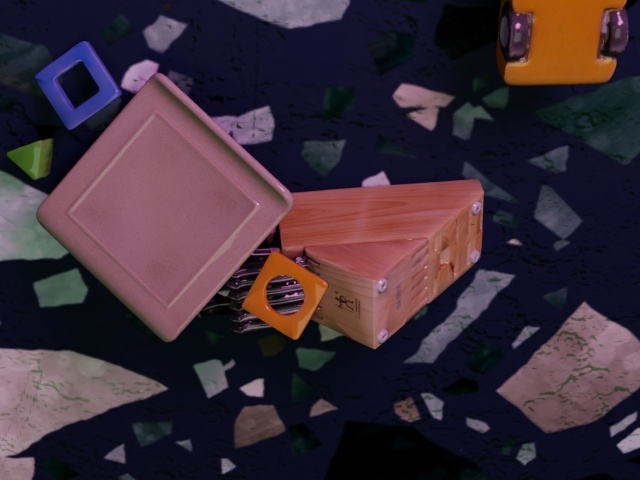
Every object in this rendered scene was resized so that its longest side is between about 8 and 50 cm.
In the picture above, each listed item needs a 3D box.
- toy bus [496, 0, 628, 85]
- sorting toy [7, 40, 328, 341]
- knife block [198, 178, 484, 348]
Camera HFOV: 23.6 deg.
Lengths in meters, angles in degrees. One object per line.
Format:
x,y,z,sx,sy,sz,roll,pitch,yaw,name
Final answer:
0.212,-0.302,1.322,0.108,0.130,0.333,-3,126,-6,toy bus
-0.144,-0.030,1.447,0.347,0.047,0.196,43,105,4,sorting toy
0.000,0.000,1.555,0.275,0.242,0.088,-37,140,-38,knife block
